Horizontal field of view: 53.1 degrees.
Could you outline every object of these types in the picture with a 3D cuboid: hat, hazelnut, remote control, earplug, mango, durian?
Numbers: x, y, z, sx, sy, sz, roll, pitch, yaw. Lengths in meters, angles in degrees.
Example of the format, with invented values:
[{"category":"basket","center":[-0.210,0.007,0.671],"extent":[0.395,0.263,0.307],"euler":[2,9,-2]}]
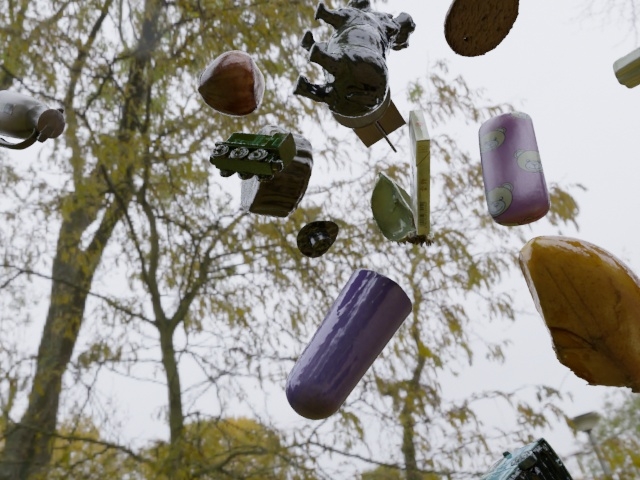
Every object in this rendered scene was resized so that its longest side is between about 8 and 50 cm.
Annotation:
[{"category":"hat","center":[0.000,0.000,1.675],"extent":[0.121,0.050,0.121],"euler":[-10,-58,-17]},{"category":"hazelnut","center":[-0.239,-0.411,1.722],"extent":[0.182,0.182,0.182],"euler":[-9,-33,-6]},{"category":"remote control","center":[0.658,-0.354,1.180],"extent":[0.090,0.049,0.230],"euler":[14,-24,-29]},{"category":"earplug","center":[0.068,0.310,1.843],"extent":[0.215,0.456,0.215],"euler":[29,-27,17]},{"category":"mango","center":[0.481,0.120,1.166],"extent":[0.199,0.201,0.350],"euler":[-42,-74,-11]},{"category":"durian","center":[0.221,-0.074,1.798],"extent":[0.144,0.252,0.139],"euler":[-24,-24,2]}]

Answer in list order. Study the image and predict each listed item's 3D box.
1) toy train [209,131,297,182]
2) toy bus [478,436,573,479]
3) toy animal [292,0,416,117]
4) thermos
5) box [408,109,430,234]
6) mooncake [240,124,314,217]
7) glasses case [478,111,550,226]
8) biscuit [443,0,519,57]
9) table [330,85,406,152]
[{"category":"toy train","center":[-0.183,-0.228,1.694],"extent":[0.225,0.137,0.090],"euler":[10,-43,27]},{"category":"toy bus","center":[0.369,0.521,1.267],"extent":[0.271,0.133,0.165],"euler":[-22,-15,-43]},{"category":"toy animal","center":[0.060,-0.331,1.072],"extent":[0.168,0.343,0.106],"euler":[30,-47,-4]},{"category":"thermos","center":[-0.655,-0.257,1.420],"extent":[0.193,0.137,0.105],"euler":[17,-28,32]},{"category":"box","center":[0.149,-0.101,0.962],"extent":[0.024,0.090,0.167],"euler":[-5,-52,3]},{"category":"mooncake","center":[-0.139,-0.211,2.001],"extent":[0.161,0.290,0.290],"euler":[14,-40,-21]},{"category":"glasses case","center":[0.403,-0.157,1.352],"extent":[0.123,0.316,0.076],"euler":[-12,-43,20]},{"category":"biscuit","center":[0.347,-0.485,1.384],"extent":[0.187,0.027,0.188],"euler":[-17,-44,-17]},{"category":"table","center":[0.145,-0.333,1.743],"extent":[0.167,0.167,0.226],"euler":[-24,-25,16]}]
